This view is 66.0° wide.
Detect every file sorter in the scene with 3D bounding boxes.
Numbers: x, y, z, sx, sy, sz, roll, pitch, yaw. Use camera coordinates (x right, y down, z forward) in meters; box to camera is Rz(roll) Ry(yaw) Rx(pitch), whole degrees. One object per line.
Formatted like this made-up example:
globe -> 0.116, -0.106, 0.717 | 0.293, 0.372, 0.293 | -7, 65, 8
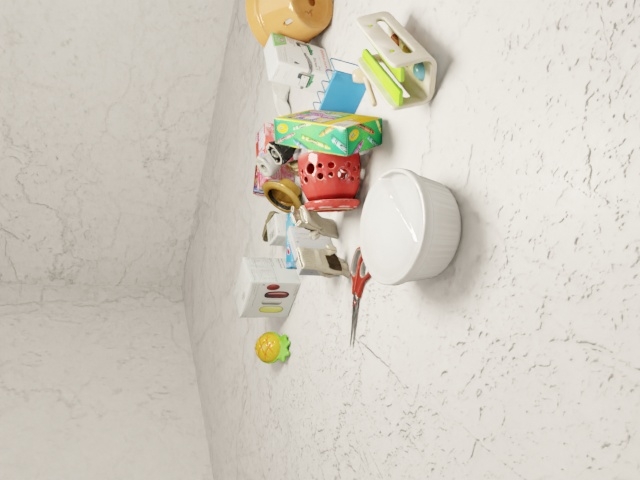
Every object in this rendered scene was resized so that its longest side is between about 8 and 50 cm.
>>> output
file sorter -> 0.057, -0.468, 1.552 | 0.170, 0.118, 0.105 | 118, 149, -41

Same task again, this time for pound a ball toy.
pound a ball toy -> 0.189, -0.453, 1.294 | 0.208, 0.135, 0.319 | 83, 169, -47

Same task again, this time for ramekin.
ramekin -> 0.211, -0.028, 1.151 | 0.272, 0.127, 0.273 | -176, 90, -65

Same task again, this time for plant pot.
plant pot -> 0.028, -0.175, 1.491 | 0.191, 0.191, 0.174 | 179, 89, -65
plant pot -> -0.092, -0.835, 1.769 | 0.203, 0.290, 0.291 | 6, 92, 48

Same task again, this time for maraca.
maraca -> -0.191, 0.431, 1.979 | 0.185, 0.099, 0.127 | -8, 75, 39

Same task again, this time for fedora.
fedora -> -0.136, -0.184, 1.923 | 0.079, 0.194, 0.194 | -55, 14, -24

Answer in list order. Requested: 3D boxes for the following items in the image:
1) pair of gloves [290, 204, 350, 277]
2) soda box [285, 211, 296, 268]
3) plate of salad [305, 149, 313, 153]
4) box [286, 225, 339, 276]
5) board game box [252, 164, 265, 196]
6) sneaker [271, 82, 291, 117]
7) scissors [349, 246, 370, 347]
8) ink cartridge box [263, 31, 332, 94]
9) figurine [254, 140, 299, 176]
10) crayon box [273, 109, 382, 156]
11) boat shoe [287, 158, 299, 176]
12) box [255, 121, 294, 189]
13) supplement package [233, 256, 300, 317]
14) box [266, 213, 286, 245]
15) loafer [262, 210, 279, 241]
pair of gloves -> 0.000, 0.000, 1.522 | 0.042, 0.204, 0.240 | -34, 52, 32
soda box -> -0.086, 0.001, 1.838 | 0.067, 0.071, 0.210 | 161, 111, -64
plate of salad -> -0.024, -0.279, 1.766 | 0.200, 0.048, 0.200 | 176, 90, -85
box -> -0.022, 0.034, 1.613 | 0.038, 0.145, 0.186 | -61, 36, 40
board game box -> -0.257, -0.279, 2.293 | 0.281, 0.027, 0.145 | -162, 79, -64
sneaker -> -0.175, -0.603, 2.119 | 0.094, 0.080, 0.213 | 133, 135, -70
scissors -> 0.104, 0.167, 1.481 | 0.109, 0.021, 0.297 | 41, 124, 56
ink cartridge box -> -0.079, -0.624, 1.744 | 0.093, 0.219, 0.160 | -50, 44, 47
figurine -> -0.125, -0.346, 1.861 | 0.092, 0.209, 0.215 | 52, 151, -5
crayon box -> 0.019, -0.317, 1.424 | 0.278, 0.165, 0.081 | 18, 122, 38
boat shoe -> -0.089, -0.275, 1.876 | 0.178, 0.064, 0.060 | -121, 16, -74
box -> -0.192, -0.343, 2.051 | 0.128, 0.122, 0.257 | 145, 124, -59
supplement package -> -0.215, 0.185, 1.932 | 0.149, 0.203, 0.194 | -116, 38, -46
box -> -0.156, -0.041, 1.975 | 0.101, 0.087, 0.102 | 136, 133, -55
loafer -> -0.218, -0.064, 2.153 | 0.148, 0.056, 0.050 | -66, 29, 16
